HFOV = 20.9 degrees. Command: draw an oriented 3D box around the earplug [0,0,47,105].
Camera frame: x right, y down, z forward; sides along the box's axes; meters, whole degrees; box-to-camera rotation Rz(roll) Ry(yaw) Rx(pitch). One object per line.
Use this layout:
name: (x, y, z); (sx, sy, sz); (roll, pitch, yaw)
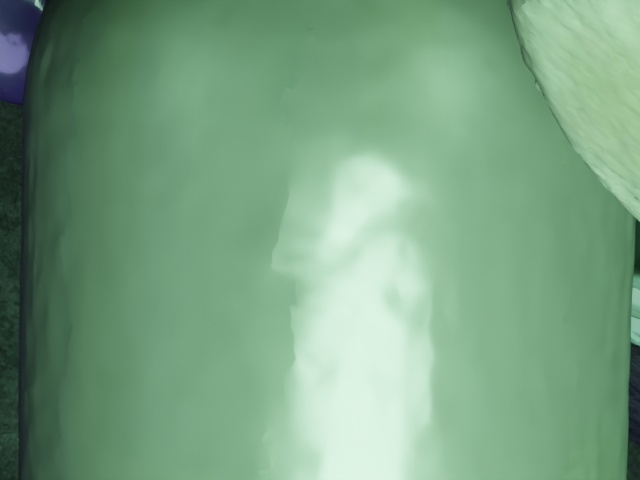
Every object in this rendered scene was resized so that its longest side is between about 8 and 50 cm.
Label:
earplug: (-0.291, -0.253, 1.090); (0.456, 0.215, 0.215); (37, 173, -13)

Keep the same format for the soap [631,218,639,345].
soap: (0.334, 0.039, 0.891); (0.446, 0.156, 0.261); (25, 171, 45)

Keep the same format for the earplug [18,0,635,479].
earplug: (0.000, 0.000, 0.866); (0.313, 0.394, 0.312); (0, -167, 0)

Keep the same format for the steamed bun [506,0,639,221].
steamed bun: (0.205, -0.066, 0.561); (0.283, 0.177, 0.283); (38, 172, 6)
